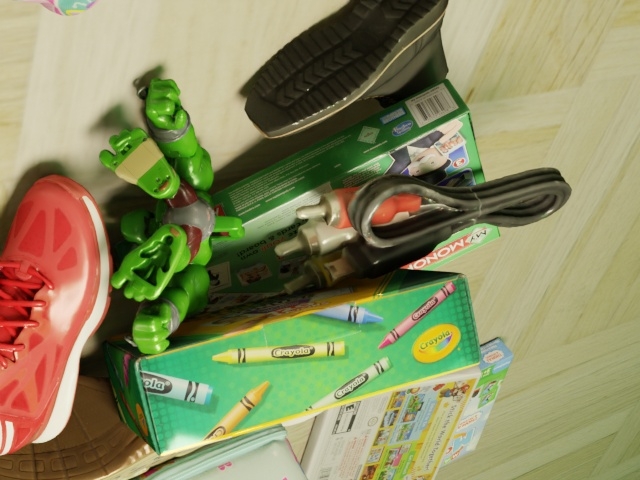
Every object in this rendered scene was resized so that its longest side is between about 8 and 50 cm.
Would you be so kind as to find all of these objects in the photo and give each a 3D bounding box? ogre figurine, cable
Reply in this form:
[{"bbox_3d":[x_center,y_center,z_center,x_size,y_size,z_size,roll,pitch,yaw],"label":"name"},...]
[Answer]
[{"bbox_3d":[-0.114,-0.012,0.917,0.097,0.197,0.118,-20,167,8],"label":"ogre figurine"},{"bbox_3d":[0.098,-0.036,1.014,0.287,0.072,0.139,-22,148,-26],"label":"cable"}]

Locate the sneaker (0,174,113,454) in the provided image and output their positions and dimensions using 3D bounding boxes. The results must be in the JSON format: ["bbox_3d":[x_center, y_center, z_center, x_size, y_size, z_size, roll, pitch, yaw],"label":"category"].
[{"bbox_3d":[-0.226,0.066,0.867,0.128,0.087,0.221,-27,128,-66],"label":"sneaker"}]

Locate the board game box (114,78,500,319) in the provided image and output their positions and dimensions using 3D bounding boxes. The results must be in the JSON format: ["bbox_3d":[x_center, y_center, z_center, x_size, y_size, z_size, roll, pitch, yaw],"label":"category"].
[{"bbox_3d":[0.000,0.000,1.072,0.317,0.046,0.213,-26,148,0],"label":"board game box"}]

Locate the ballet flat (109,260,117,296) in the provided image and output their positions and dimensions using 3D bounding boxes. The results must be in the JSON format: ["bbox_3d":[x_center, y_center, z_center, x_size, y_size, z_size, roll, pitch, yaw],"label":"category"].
[{"bbox_3d":[-0.257,0.109,0.981,0.250,0.058,0.084,-43,148,2],"label":"ballet flat"}]

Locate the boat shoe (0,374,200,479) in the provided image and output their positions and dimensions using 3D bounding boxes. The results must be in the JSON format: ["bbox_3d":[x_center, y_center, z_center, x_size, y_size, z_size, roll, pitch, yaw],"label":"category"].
[{"bbox_3d":[-0.181,0.173,1.074,0.285,0.104,0.089,-11,155,-16],"label":"boat shoe"}]

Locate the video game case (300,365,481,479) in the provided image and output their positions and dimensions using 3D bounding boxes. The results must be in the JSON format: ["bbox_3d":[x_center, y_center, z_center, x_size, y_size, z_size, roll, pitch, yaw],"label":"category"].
[{"bbox_3d":[0.080,0.247,1.495,0.206,0.026,0.227,-6,134,-24],"label":"video game case"}]

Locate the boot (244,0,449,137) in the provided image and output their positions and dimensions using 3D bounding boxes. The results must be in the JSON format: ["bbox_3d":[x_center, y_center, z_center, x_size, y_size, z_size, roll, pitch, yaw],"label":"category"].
[{"bbox_3d":[0.036,-0.127,1.008,0.198,0.077,0.137,-36,153,-7],"label":"boot"}]

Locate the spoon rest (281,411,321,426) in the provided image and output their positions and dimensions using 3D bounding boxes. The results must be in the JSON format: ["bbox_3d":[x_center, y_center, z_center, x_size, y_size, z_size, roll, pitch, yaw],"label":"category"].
[{"bbox_3d":[0.024,0.101,1.251,0.137,0.084,0.276,-6,133,-44],"label":"spoon rest"}]

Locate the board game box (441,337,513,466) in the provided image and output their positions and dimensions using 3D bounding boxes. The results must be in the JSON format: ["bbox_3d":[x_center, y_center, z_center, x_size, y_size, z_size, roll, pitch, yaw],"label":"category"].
[{"bbox_3d":[0.168,0.240,1.612,0.160,0.039,0.211,-20,142,-30],"label":"board game box"}]

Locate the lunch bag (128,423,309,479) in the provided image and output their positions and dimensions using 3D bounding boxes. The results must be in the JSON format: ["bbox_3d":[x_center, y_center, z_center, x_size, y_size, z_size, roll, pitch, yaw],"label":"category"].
[{"bbox_3d":[-0.144,0.286,1.201,0.224,0.108,0.279,-20,167,-39],"label":"lunch bag"}]

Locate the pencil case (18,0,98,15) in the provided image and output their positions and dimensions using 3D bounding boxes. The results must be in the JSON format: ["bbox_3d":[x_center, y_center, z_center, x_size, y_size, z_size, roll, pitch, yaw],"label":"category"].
[{"bbox_3d":[-0.226,-0.194,0.598,0.284,0.124,0.124,4,126,-50],"label":"pencil case"}]

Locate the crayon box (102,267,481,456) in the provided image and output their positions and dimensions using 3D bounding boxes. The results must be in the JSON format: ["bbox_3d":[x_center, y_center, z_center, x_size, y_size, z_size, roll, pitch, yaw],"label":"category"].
[{"bbox_3d":[-0.028,0.093,0.991,0.278,0.081,0.165,-14,-175,-19],"label":"crayon box"}]
